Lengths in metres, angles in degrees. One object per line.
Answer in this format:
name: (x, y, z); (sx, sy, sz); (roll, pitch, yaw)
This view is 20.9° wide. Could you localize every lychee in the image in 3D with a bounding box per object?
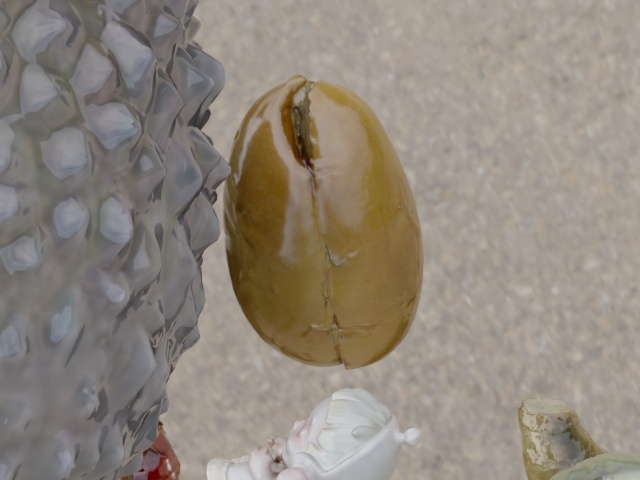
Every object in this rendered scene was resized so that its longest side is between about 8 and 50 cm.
lychee: (-0.234, -0.013, 0.823); (0.380, 0.380, 0.432); (34, 103, 36)

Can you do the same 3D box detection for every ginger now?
ginger: (0.274, 0.240, 1.871); (0.069, 0.190, 0.095); (-23, 37, 44)

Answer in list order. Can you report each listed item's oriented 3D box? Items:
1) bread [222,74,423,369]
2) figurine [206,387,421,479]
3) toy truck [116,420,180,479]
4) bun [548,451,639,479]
bread: (0.000, 0.000, 0.993); (0.114, 0.189, 0.077); (-2, 34, 13)
figurine: (-0.005, 0.261, 1.983); (0.256, 0.182, 0.145); (-37, 67, 31)
toy truck: (-0.238, 0.151, 1.269); (0.239, 0.189, 0.265); (-5, 23, 7)
bun: (0.203, 0.258, 1.222); (0.243, 0.153, 0.244); (0, 88, 3)
